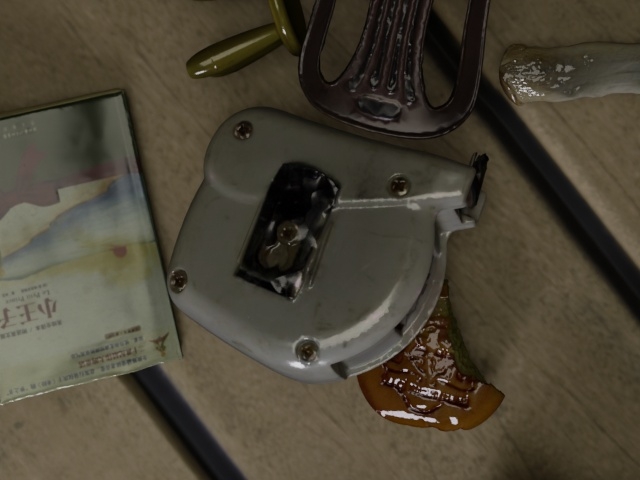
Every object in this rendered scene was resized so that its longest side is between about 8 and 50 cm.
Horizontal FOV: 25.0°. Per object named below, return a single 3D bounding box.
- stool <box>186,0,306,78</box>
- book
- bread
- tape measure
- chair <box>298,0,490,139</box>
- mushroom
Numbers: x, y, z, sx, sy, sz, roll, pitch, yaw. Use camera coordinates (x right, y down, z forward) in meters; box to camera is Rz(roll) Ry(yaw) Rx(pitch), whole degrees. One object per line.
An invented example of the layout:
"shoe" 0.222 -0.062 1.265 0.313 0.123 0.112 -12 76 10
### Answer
"stool" -0.080 -0.221 1.408 0.110 0.134 0.135 -16 140 11
"book" -0.266 0.004 1.477 0.201 0.026 0.290 -14 95 -9
"bread" 0.100 0.121 1.440 0.125 0.086 0.156 -27 92 11
"tape measure" 0.000 0.000 1.376 0.258 0.130 0.265 18 79 16
"chair" 0.096 -0.280 1.352 0.175 0.183 0.327 15 116 7
"mushroom" 0.274 -0.166 1.408 0.202 0.054 0.059 -3 102 2
